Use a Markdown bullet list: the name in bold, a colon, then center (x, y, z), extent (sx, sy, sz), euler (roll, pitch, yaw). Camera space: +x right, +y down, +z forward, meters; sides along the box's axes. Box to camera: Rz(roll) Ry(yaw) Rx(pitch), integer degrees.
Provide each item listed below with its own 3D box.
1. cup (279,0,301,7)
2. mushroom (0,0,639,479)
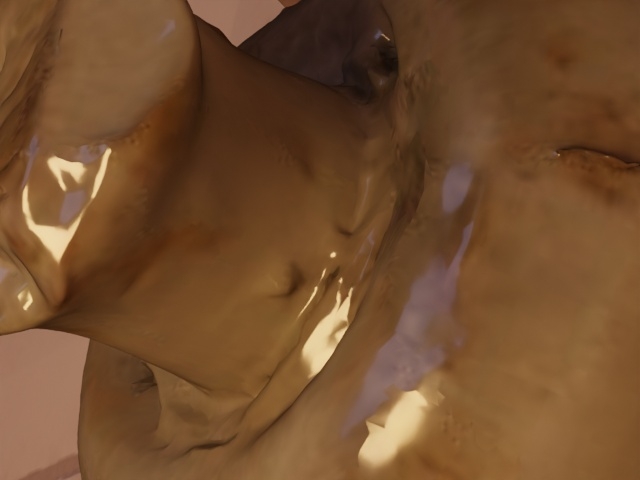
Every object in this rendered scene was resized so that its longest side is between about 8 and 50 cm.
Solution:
- **cup**: center (0.014, -0.210, 0.888), extent (0.191, 0.200, 0.253), euler (-29, 43, 48)
- **mushroom**: center (0.000, 0.000, 0.620), extent (0.297, 0.290, 0.297), euler (-40, 35, 36)
